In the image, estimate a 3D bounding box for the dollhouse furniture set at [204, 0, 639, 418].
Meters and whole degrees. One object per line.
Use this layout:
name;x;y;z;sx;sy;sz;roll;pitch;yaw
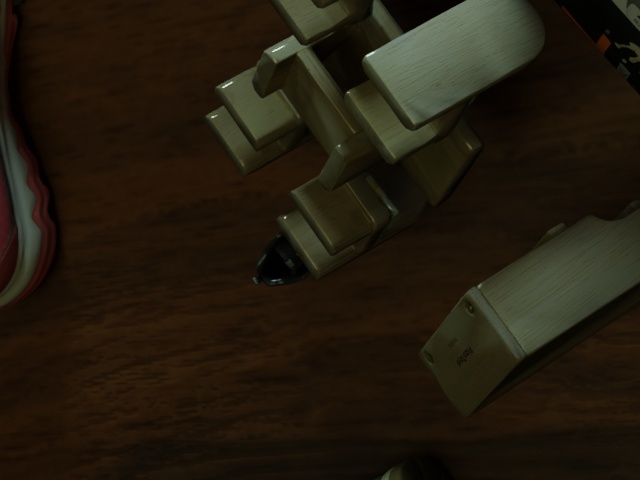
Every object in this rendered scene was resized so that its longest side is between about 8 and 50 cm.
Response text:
dollhouse furniture set;0.081;-0.057;1.018;0.242;0.161;0.212;55;157;11

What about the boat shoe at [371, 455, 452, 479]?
boat shoe;0.082;0.241;1.164;0.073;0.080;0.223;-28;86;36

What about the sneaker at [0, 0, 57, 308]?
sneaker;-0.254;-0.096;1.192;0.116;0.136;0.313;-9;101;27

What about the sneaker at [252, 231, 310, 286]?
sneaker;0.000;0.000;1.132;0.098;0.069;0.038;-40;86;30

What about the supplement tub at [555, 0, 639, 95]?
supplement tub;0.193;-0.168;0.914;0.316;0.193;0.193;50;120;6
